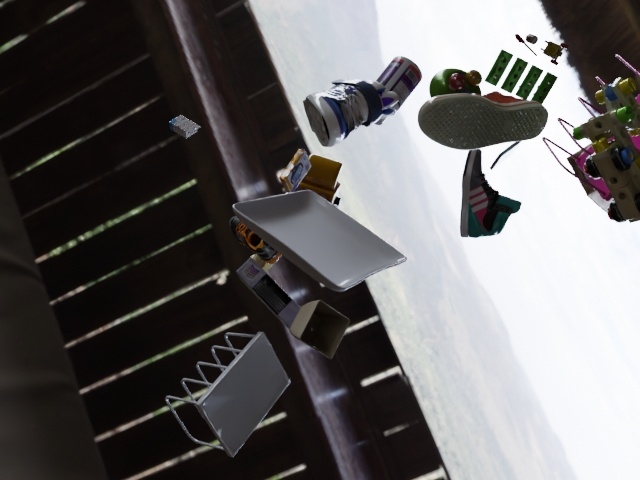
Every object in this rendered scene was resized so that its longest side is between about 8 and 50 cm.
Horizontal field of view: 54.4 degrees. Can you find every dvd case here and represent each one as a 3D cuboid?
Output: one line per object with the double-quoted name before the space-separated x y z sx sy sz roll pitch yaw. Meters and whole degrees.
"dvd case" 0.571 -0.265 1.922 0.013 0.087 0.119 52 -9 11

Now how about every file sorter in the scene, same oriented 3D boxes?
"file sorter" -0.256 0.409 1.722 0.278 0.173 0.193 -47 124 -40
"file sorter" 0.748 -0.295 1.603 0.182 0.291 0.202 25 32 -21

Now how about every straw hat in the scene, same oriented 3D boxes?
"straw hat" -0.213 0.073 2.150 0.061 0.144 0.144 47 14 -14

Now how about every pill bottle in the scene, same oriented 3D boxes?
"pill bottle" 0.204 -0.436 1.827 0.108 0.194 0.108 35 -13 9

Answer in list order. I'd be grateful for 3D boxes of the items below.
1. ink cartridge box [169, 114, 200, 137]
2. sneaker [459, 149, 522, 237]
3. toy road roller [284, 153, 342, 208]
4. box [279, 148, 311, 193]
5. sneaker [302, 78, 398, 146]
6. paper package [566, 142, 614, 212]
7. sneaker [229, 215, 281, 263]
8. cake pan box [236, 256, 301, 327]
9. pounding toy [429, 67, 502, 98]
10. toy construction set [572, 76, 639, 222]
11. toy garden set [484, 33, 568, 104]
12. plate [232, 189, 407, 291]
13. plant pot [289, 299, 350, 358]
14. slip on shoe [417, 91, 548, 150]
"ink cartridge box" -0.395 -0.329 1.821 0.083 0.048 0.028 31 -40 20
"sneaker" 0.524 -0.139 1.901 0.124 0.178 0.296 -51 142 -58
"toy road roller" -0.024 -0.188 2.383 0.329 0.202 0.241 -59 165 -65
"box" -0.074 -0.221 1.953 0.028 0.136 0.081 26 -20 26
"sneaker" 0.090 -0.335 1.550 0.323 0.236 0.130 -117 -170 -71
"paper package" 1.031 -0.247 2.030 0.309 0.324 0.168 23 42 -42
"sneaker" -0.193 -0.018 1.756 0.214 0.084 0.083 35 -5 38
"cake pan box" -0.145 0.166 1.874 0.245 0.070 0.267 44 -10 0
"pounding toy" 0.472 -0.479 1.983 0.236 0.183 0.110 33 -25 0
"toy construction set" 0.636 -0.157 1.240 0.215 0.151 0.328 -36 84 -36
"toy garden set" 0.657 -0.563 1.981 0.244 0.204 0.049 15 24 -27
"plate" 0.000 0.000 1.220 0.278 0.045 0.277 36 27 21
"plant pot" -0.012 0.214 1.538 0.109 0.109 0.096 36 -18 -27
"slip on shoe" 0.344 -0.269 1.356 0.101 0.331 0.123 48 -42 49
